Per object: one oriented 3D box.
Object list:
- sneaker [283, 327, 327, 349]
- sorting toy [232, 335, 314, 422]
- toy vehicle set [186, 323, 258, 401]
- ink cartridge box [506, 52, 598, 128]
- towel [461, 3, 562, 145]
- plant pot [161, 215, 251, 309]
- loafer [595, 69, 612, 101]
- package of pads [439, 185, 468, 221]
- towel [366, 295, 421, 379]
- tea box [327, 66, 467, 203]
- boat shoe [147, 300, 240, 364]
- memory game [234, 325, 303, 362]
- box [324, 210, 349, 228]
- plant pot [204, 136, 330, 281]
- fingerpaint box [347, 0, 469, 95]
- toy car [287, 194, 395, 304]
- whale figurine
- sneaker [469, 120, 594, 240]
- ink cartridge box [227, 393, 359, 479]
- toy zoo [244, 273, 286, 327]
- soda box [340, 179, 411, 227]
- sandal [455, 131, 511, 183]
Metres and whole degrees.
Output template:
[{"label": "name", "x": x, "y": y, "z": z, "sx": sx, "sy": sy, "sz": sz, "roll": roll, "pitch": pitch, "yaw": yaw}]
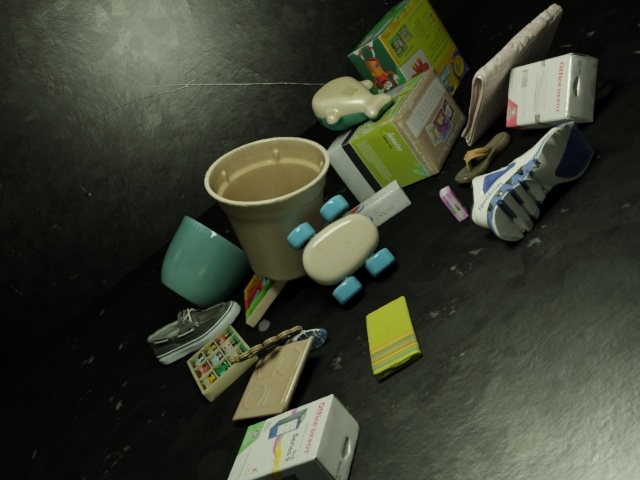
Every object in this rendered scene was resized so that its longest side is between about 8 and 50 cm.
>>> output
[{"label": "sneaker", "x": -0.038, "y": 0.234, "z": 1.562, "sx": 0.135, "sy": 0.052, "sz": 0.058, "roll": -27, "pitch": 18, "yaw": 28}, {"label": "sorting toy", "x": -0.102, "y": 0.320, "z": 1.480, "sx": 0.208, "sy": 0.038, "sz": 0.193, "roll": -27, "pitch": 30, "yaw": 44}, {"label": "toy vehicle set", "x": -0.274, "y": 0.329, "z": 1.792, "sx": 0.166, "sy": 0.035, "sz": 0.267, "roll": -42, "pitch": 19, "yaw": -10}, {"label": "ink cartridge box", "x": 0.578, "y": -0.368, "z": 1.640, "sx": 0.092, "sy": 0.159, "sz": 0.218, "roll": 3, "pitch": 3, "yaw": -23}, {"label": "towel", "x": 0.530, "y": -0.461, "z": 1.838, "sx": 0.332, "sy": 0.053, "sz": 0.317, "roll": -44, "pitch": -20, "yaw": -16}, {"label": "plant pot", "x": -0.400, "y": 0.093, "z": 2.215, "sx": 0.235, "sy": 0.293, "sz": 0.293, "roll": -58, "pitch": 22, "yaw": -8}, {"label": "loafer", "x": 0.641, "y": -0.417, "z": 1.745, "sx": 0.109, "sy": 0.095, "sz": 0.302, "roll": -42, "pitch": 19, "yaw": -12}, {"label": "package of pads", "x": 0.325, "y": -0.090, "z": 1.591, "sx": 0.032, "sy": 0.083, "sz": 0.050, "roll": -36, "pitch": 15, "yaw": 21}, {"label": "towel", "x": 0.149, "y": 0.197, "z": 1.357, "sx": 0.102, "sy": 0.021, "sz": 0.237, "roll": -29, "pitch": 19, "yaw": 11}, {"label": "tea box", "x": 0.245, "y": -0.332, "z": 2.082, "sx": 0.323, "sy": 0.220, "sz": 0.329, "roll": -20, "pitch": 26, "yaw": 41}, {"label": "boat shoe", "x": -0.404, "y": 0.272, "z": 2.032, "sx": 0.335, "sy": 0.119, "sz": 0.121, "roll": -33, "pitch": 19, "yaw": 15}, {"label": "memory game", "x": -0.126, "y": 0.253, "z": 1.590, "sx": 0.186, "sy": 0.012, "sz": 0.186, "roll": -26, "pitch": -11, "yaw": -5}, {"label": "box", "x": 0.000, "y": 0.000, "z": 2.018, "sx": 0.183, "sy": 0.056, "sz": 0.231, "roll": -31, "pitch": 21, "yaw": 23}, {"label": "plant pot", "x": -0.116, "y": -0.071, "z": 1.791, "sx": 0.333, "sy": 0.306, "sz": 0.334, "roll": -8, "pitch": 37, "yaw": 6}, {"label": "fingerpaint box", "x": 0.340, "y": -0.663, "z": 2.436, "sx": 0.163, "sy": 0.371, "sz": 0.445, "roll": -20, "pitch": 27, "yaw": 43}, {"label": "toy car", "x": 0.057, "y": 0.036, "z": 1.701, "sx": 0.210, "sy": 0.219, "sz": 0.238, "roll": -40, "pitch": -10, "yaw": -3}, {"label": "whale figurine", "x": 0.103, "y": -0.410, "z": 2.030, "sx": 0.272, "sy": 0.141, "sz": 0.216, "roll": 19, "pitch": 56, "yaw": 40}, {"label": "sneaker", "x": 0.431, "y": -0.136, "z": 1.436, "sx": 0.315, "sy": 0.127, "sz": 0.182, "roll": -45, "pitch": 22, "yaw": -13}, {"label": "ink cartridge box", "x": -0.049, "y": 0.386, "z": 1.167, "sx": 0.212, "sy": 0.093, "sz": 0.154, "roll": -26, "pitch": 22, "yaw": 28}, {"label": "toy zoo", "x": -0.168, "y": 0.125, "z": 1.993, "sx": 0.192, "sy": 0.030, "sz": 0.293, "roll": -54, "pitch": 17, "yaw": 10}, {"label": "soda box", "x": 0.155, "y": -0.083, "z": 1.909, "sx": 0.216, "sy": 0.069, "sz": 0.074, "roll": -35, "pitch": 19, "yaw": 11}, {"label": "sandal", "x": 0.431, "y": -0.231, "z": 1.757, "sx": 0.219, "sy": 0.060, "sz": 0.090, "roll": -44, "pitch": 20, "yaw": -17}]
